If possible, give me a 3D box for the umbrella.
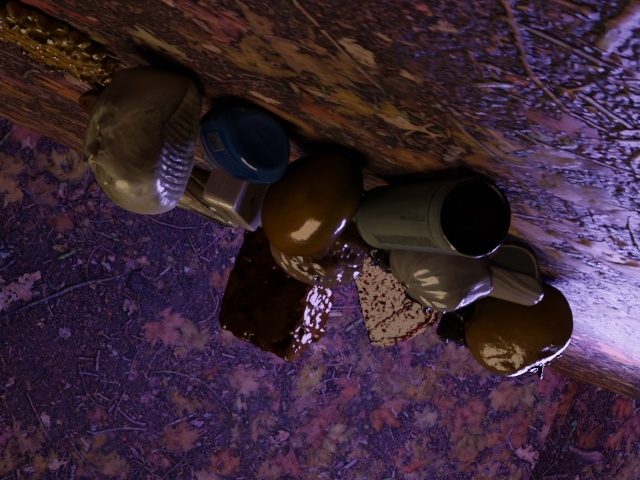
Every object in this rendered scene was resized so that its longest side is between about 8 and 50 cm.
[{"bbox_3d":[0.199,0.071,1.695,0.122,0.110,0.272,25,-164,-51],"label":"umbrella"}]

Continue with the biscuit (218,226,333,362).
[{"bbox_3d":[-0.110,0.125,2.494,0.343,0.395,0.166,19,-176,40],"label":"biscuit"}]

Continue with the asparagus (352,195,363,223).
[{"bbox_3d":[0.169,-0.014,1.613,0.278,0.060,0.067,25,-150,-12],"label":"asparagus"}]

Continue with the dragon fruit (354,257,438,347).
[{"bbox_3d":[0.202,0.102,2.099,0.205,0.152,0.317,1,128,16],"label":"dragon fruit"}]

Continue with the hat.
[{"bbox_3d":[0.249,0.055,1.486,0.275,0.161,0.232,22,180,-17],"label":"hat"}]

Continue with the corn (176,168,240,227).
[{"bbox_3d":[-0.342,-0.129,2.344,0.305,0.123,0.122,22,-164,11],"label":"corn"}]

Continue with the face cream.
[{"bbox_3d":[-0.132,-0.152,1.381,0.149,0.083,0.264,51,166,-17],"label":"face cream"}]

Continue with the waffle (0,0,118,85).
[{"bbox_3d":[-0.433,-0.313,1.363,0.232,0.051,0.229,24,172,-11],"label":"waffle"}]

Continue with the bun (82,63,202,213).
[{"bbox_3d":[-0.267,-0.154,1.273,0.145,0.229,0.229,13,174,4],"label":"bun"}]

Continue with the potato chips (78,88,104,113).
[{"bbox_3d":[-0.403,-0.261,1.729,0.150,0.049,0.202,16,169,27],"label":"potato chips"}]

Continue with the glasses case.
[{"bbox_3d":[-0.160,-0.107,1.757,0.070,0.131,0.313,23,174,7],"label":"glasses case"}]

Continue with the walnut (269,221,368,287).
[{"bbox_3d":[0.000,0.000,1.800,0.245,0.198,0.198,18,179,-36],"label":"walnut"}]

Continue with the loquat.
[{"bbox_3d":[0.395,0.166,1.689,0.213,0.213,0.213,24,175,2],"label":"loquat"}]

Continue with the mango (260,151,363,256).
[{"bbox_3d":[-0.016,-0.057,1.376,0.139,0.175,0.254,25,174,-10],"label":"mango"}]

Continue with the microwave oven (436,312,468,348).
[{"bbox_3d":[0.403,0.189,2.005,0.188,0.178,0.247,27,175,-5],"label":"microwave oven"}]

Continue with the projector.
[{"bbox_3d":[0.151,-0.034,1.251,0.108,0.108,0.337,25,175,-16],"label":"projector"}]

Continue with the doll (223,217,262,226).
[{"bbox_3d":[-0.140,-0.086,2.054,0.155,0.113,0.275,17,172,-30],"label":"doll"}]
